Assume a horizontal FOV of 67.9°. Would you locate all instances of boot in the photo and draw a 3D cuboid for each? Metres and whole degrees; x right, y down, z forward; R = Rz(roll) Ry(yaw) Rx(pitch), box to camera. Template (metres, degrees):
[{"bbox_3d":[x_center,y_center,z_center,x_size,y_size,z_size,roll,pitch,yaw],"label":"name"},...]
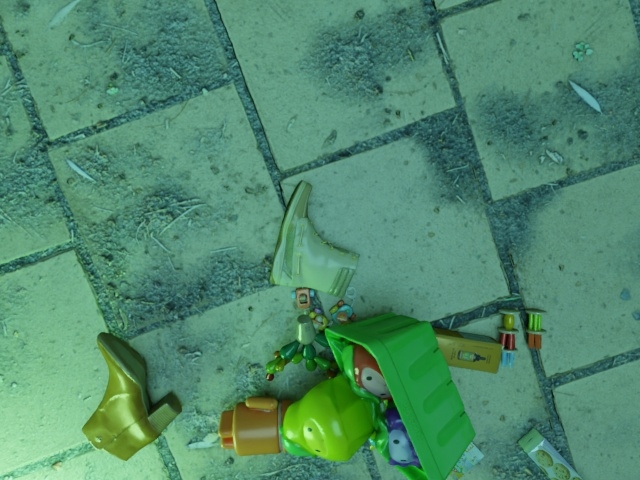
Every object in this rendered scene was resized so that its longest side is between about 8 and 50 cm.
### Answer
[{"bbox_3d":[-0.509,0.391,1.165,0.211,0.104,0.295,-38,99,1],"label":"boot"},{"bbox_3d":[0.000,0.000,1.159,0.204,0.095,0.261,14,91,-5],"label":"boot"}]

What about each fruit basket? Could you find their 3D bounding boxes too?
[{"bbox_3d":[0.097,0.373,1.041,0.392,0.283,0.391,0,89,-22],"label":"fruit basket"}]

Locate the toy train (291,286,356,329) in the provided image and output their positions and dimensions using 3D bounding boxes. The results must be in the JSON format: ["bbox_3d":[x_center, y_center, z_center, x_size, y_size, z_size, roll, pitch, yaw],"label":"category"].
[{"bbox_3d":[0.011,0.166,1.195,0.166,0.046,0.125,-1,95,-2],"label":"toy train"}]

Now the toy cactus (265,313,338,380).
[{"bbox_3d":[-0.034,0.263,1.154,0.219,0.112,0.180,-10,124,-7],"label":"toy cactus"}]

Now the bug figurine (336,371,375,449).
[{"bbox_3d":[0.137,0.415,1.207,0.216,0.072,0.278,9,94,-3],"label":"bug figurine"}]

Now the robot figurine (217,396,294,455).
[{"bbox_3d":[-0.137,0.458,1.171,0.220,0.128,0.158,-3,81,-2],"label":"robot figurine"}]

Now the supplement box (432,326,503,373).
[{"bbox_3d":[0.332,0.272,1.201,0.234,0.080,0.078,10,95,-1],"label":"supplement box"}]

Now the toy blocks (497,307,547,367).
[{"bbox_3d":[0.515,0.251,1.217,0.123,0.054,0.148,1,94,-2],"label":"toy blocks"}]

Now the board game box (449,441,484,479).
[{"bbox_3d":[0.339,0.539,1.246,0.103,0.026,0.154,-43,95,1],"label":"board game box"}]

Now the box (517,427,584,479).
[{"bbox_3d":[0.654,0.634,1.247,0.067,0.063,0.324,-42,95,3],"label":"box"}]
